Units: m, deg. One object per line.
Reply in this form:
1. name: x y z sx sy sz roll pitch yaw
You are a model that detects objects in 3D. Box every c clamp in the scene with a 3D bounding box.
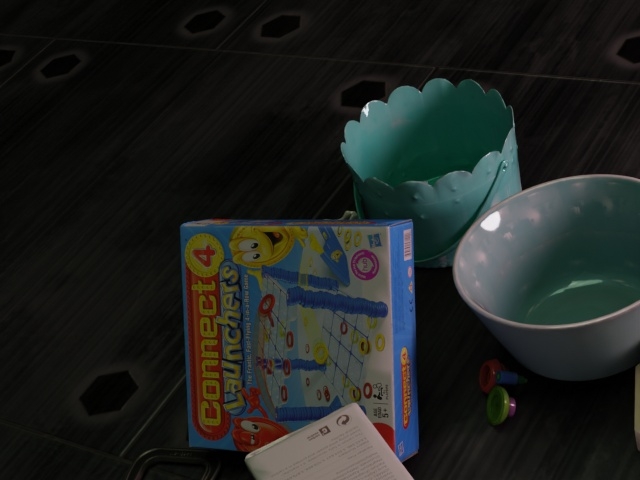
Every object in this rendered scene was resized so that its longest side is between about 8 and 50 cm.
1. c clamp: -0.216 0.331 1.753 0.161 0.022 0.137 -6 33 20

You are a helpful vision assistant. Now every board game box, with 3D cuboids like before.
1. board game box: -0.029 0.126 1.695 0.302 0.308 0.086 0 6 25

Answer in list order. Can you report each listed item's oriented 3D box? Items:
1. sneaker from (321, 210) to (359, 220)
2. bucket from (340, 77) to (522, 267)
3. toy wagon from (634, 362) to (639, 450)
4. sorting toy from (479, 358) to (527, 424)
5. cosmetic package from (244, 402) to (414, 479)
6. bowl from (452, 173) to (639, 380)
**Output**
1. sneaker: 0.000 0.000 2.046 0.152 0.061 0.054 -28 39 -10
2. bucket: 0.179 -0.101 1.992 0.281 0.183 0.281 -13 36 10
3. toy wagon: 0.553 0.191 1.543 0.344 0.068 0.267 -5 39 19
4. sorting toy: 0.243 0.197 1.699 0.042 0.061 0.102 10 40 -18
5. cosmetic package: 0.078 0.382 1.392 0.156 0.217 0.385 -26 35 -9
6. bowl: 0.343 0.068 1.711 0.311 0.163 0.311 -14 34 10
